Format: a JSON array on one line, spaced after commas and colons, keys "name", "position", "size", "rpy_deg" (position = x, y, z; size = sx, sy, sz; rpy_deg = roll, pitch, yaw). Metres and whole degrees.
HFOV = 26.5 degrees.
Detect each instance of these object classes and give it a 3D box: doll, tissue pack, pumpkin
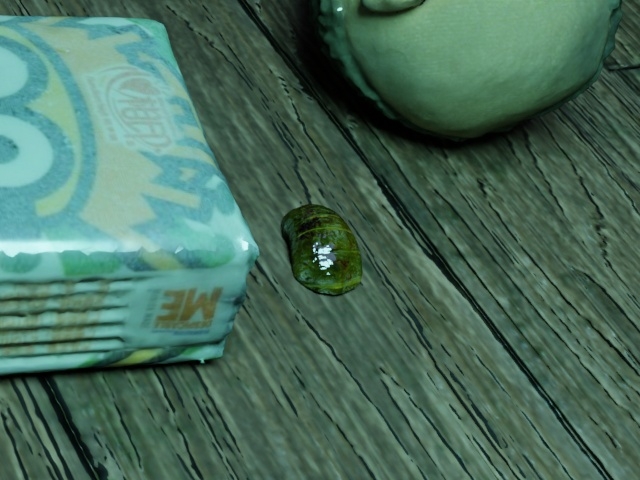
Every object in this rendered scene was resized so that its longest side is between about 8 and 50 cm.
[{"name": "doll", "position": [0.106, -0.240, 1.074], "size": [0.247, 0.247, 0.349], "rpy_deg": [14, 35, -8]}, {"name": "tissue pack", "position": [-0.218, -0.030, 0.805], "size": [0.311, 0.128, 0.228], "rpy_deg": [-2, 46, -25]}, {"name": "pumpkin", "position": [0.001, -0.001, 0.934], "size": [0.050, 0.028, 0.083], "rpy_deg": [-5, 43, -23]}]
